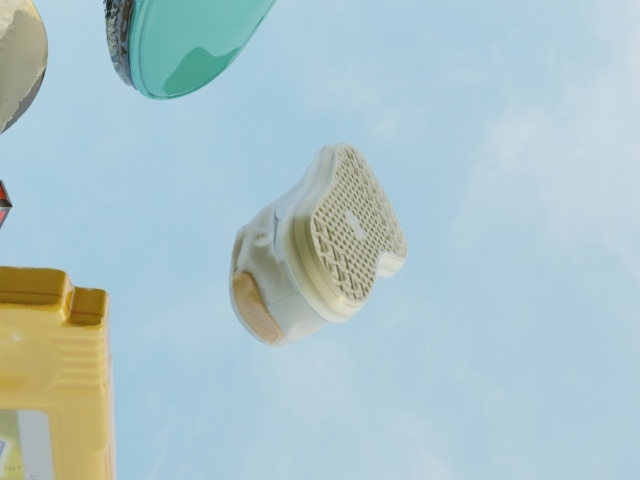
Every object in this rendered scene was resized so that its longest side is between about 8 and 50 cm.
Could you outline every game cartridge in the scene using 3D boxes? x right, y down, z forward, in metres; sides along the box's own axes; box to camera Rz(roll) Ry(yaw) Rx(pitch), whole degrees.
[{"bbox_3d":[-0.286,0.147,0.918,0.285,0.324,0.053,3,-139,-3],"label":"game cartridge"}]

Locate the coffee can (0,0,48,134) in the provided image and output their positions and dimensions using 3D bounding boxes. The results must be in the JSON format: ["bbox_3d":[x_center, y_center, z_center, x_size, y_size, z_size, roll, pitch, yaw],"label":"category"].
[{"bbox_3d":[-0.403,-0.237,1.286,0.201,0.202,0.275,-25,-136,-12],"label":"coffee can"}]

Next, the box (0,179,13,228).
[{"bbox_3d":[-0.392,0.020,1.290,0.114,0.207,0.036,-2,-127,-40],"label":"box"}]

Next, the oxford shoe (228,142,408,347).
[{"bbox_3d":[0.000,0.000,1.444,0.130,0.449,0.169,-30,-84,18],"label":"oxford shoe"}]

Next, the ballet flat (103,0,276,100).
[{"bbox_3d":[-0.073,-0.290,0.936,0.164,0.483,0.182,-20,-105,-27],"label":"ballet flat"}]
